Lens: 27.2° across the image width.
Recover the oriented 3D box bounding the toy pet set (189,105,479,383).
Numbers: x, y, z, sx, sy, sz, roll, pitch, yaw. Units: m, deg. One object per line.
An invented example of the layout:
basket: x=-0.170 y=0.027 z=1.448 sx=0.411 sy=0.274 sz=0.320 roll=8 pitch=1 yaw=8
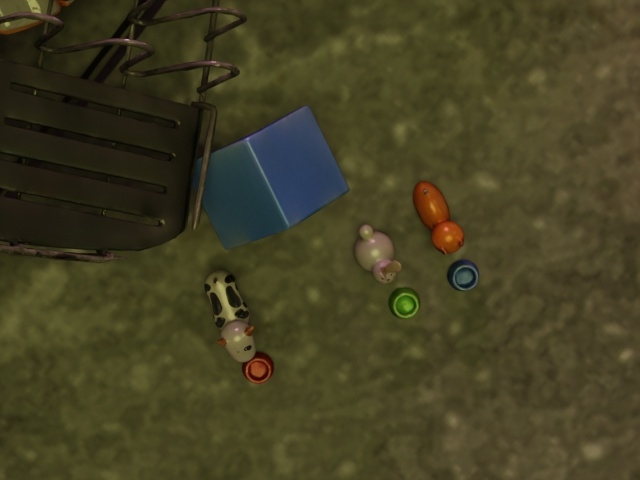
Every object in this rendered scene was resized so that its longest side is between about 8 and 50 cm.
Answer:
toy pet set: x=0.000 y=0.000 z=0.588 sx=0.122 sy=0.065 sz=0.114 roll=-26 pitch=99 yaw=0

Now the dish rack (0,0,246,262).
dish rack: x=-0.107 y=-0.131 z=0.507 sx=0.208 sy=0.074 sz=0.272 roll=11 pitch=83 yaw=-29

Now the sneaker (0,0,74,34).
sneaker: x=-0.182 y=-0.104 z=0.559 sx=0.215 sy=0.083 sz=0.084 roll=-33 pitch=102 yaw=-16
